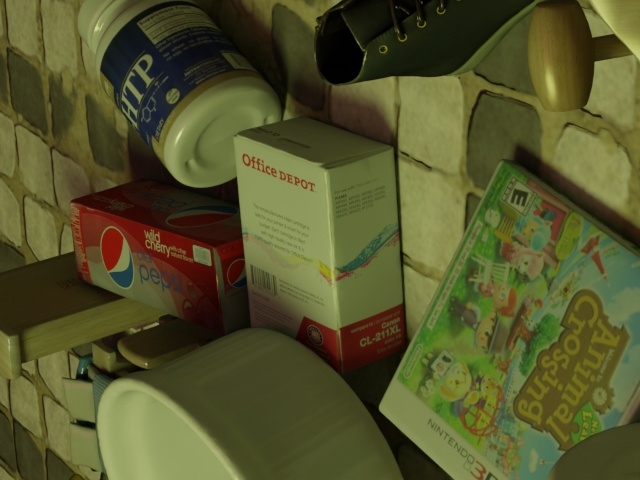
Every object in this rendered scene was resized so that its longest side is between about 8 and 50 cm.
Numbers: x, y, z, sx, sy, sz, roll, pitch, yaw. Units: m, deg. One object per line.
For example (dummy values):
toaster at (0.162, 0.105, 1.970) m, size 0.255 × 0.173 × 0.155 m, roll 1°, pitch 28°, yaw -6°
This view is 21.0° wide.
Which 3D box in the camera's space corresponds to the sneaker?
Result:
sneaker at (0.083, -0.172, 1.134) m, size 0.083 × 0.118 × 0.222 m, roll 59°, pitch 145°, yaw 21°

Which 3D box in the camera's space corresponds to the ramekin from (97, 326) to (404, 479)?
ramekin at (-0.049, 0.205, 1.398) m, size 0.277 × 0.135 × 0.277 m, roll 39°, pitch 145°, yaw 34°

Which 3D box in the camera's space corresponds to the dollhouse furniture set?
dollhouse furniture set at (-0.209, 0.192, 1.673) m, size 0.286 × 0.198 × 0.303 m, roll 29°, pitch 128°, yaw 47°

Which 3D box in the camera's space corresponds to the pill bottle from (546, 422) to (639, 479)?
pill bottle at (0.226, 0.289, 1.087) m, size 0.176 × 0.176 × 0.319 m, roll 26°, pitch 125°, yaw 49°

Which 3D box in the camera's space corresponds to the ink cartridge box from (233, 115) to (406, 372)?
ink cartridge box at (0.000, 0.000, 1.381) m, size 0.127 × 0.072 × 0.175 m, roll 24°, pitch 125°, yaw 50°

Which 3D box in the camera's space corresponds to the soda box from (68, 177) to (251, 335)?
soda box at (-0.125, 0.010, 1.555) m, size 0.263 × 0.092 × 0.084 m, roll 16°, pitch 119°, yaw 52°

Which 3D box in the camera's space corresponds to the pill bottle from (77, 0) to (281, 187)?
pill bottle at (-0.126, -0.143, 1.468) m, size 0.187 × 0.112 × 0.112 m, roll 49°, pitch 141°, yaw 32°

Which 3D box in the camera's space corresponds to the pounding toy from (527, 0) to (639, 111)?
pounding toy at (0.225, -0.163, 0.904) m, size 0.269 × 0.155 × 0.154 m, roll -9°, pitch 111°, yaw 26°

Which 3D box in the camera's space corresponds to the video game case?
video game case at (0.145, 0.081, 1.179) m, size 0.193 × 0.023 × 0.212 m, roll 40°, pitch 113°, yaw 40°
